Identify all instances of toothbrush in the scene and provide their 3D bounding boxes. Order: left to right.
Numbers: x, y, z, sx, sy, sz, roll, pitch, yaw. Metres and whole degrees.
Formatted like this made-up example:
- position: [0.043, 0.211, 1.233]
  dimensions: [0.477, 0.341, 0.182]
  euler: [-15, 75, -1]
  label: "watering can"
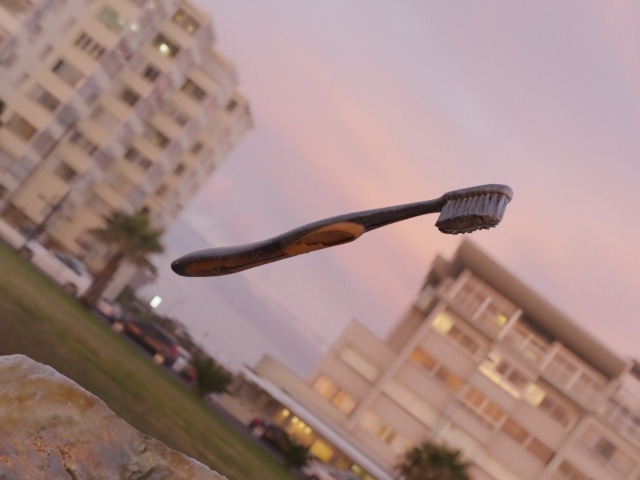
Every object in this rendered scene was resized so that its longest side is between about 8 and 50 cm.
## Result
- position: [0.001, -0.002, 0.902]
  dimensions: [0.321, 0.031, 0.023]
  euler: [-10, -47, 44]
  label: "toothbrush"

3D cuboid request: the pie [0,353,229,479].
- position: [-0.129, 0.143, 0.547]
  dimensions: [0.218, 0.185, 0.052]
  euler: [28, -44, 15]
  label: "pie"
